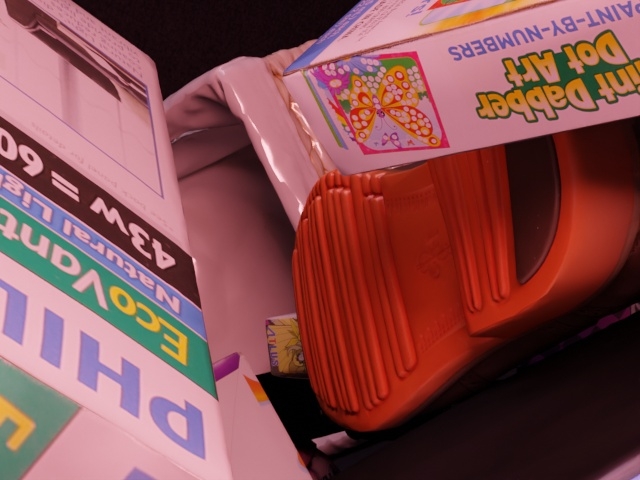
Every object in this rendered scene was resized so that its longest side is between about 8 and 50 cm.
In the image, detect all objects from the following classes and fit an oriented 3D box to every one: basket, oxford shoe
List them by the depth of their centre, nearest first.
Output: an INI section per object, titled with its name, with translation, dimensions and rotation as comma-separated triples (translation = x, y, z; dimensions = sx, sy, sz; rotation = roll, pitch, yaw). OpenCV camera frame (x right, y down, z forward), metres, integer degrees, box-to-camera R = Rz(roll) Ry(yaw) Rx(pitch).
[oxford shoe]
translation = 0.087, 0.013, 0.936
dimensions = 0.133, 0.130, 0.364
rotation = -6, -9, -23
[basket]
translation = 0.000, 0.000, 1.757
dimensions = 0.266, 0.331, 0.328
rotation = -27, -1, -35

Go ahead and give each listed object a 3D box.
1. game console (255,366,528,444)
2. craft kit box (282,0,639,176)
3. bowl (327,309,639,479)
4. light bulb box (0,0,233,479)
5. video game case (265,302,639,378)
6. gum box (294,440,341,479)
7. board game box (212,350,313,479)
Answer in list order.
[game console]
translation = 0.052, 0.094, 1.216
dimensions = 0.213, 0.044, 0.361
rotation = -11, 2, -36
[craft kit box]
translation = 0.146, -0.127, 0.744
dimensions = 0.247, 0.061, 0.250
rotation = -13, 26, 49
[bowl]
translation = 0.076, 0.106, 0.714
dimensions = 0.391, 0.077, 0.391
rotation = -29, 1, 0
[light bulb box]
translation = -0.240, 0.067, 0.794
dimensions = 0.358, 0.225, 0.361
rotation = -49, 25, 16
[video game case]
translation = 0.121, 0.041, 1.158
dimensions = 0.232, 0.042, 0.210
rotation = -9, 2, -38
[gum box]
translation = -0.073, 0.193, 1.268
dimensions = 0.188, 0.062, 0.107
rotation = -29, 1, 6
[board game box]
translation = -0.135, 0.183, 0.973
dimensions = 0.275, 0.144, 0.142
rotation = -28, 1, 38
